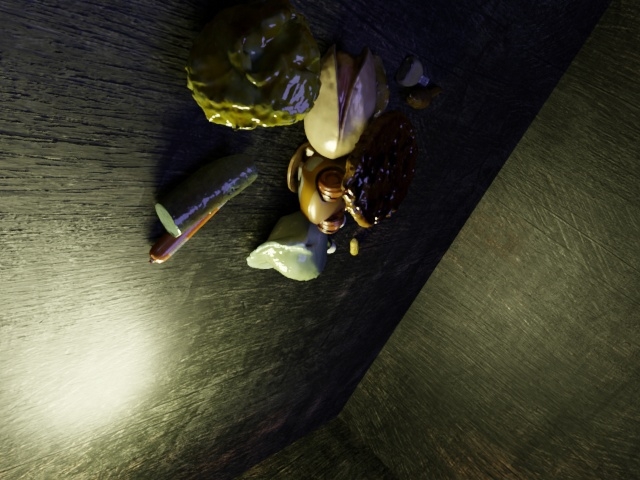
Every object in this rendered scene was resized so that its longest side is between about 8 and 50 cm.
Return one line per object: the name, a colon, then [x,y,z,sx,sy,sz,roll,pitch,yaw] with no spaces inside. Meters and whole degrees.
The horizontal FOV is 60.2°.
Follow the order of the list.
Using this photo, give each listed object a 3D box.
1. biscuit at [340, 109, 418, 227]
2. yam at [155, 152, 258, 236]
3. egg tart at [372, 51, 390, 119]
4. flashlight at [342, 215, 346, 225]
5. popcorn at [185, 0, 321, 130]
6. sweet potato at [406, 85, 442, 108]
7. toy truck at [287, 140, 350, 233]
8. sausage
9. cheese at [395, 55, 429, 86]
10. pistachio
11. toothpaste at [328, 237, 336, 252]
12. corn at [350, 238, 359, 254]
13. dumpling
biscuit: [0.163,-0.197,1.534,0.334,0.081,0.289,-55,142,-22]
yam: [-0.277,-0.122,1.348,0.259,0.106,0.106,-41,153,-21]
egg tart: [0.129,-0.420,1.622,0.232,0.098,0.252,-19,144,-42]
flashlight: [0.027,-0.102,1.773,0.093,0.200,0.047,-32,126,4]
popcorn: [-0.134,-0.343,1.105,0.282,0.282,0.246,-30,117,-36]
sweet potato: [0.351,-0.493,1.902,0.269,0.075,0.074,-31,149,-51]
toy truck: [0.034,-0.181,1.650,0.288,0.212,0.204,-39,152,-30]
sausage: [-0.312,-0.068,1.422,0.348,0.053,0.053,-46,154,-8]
cheese: [0.313,-0.539,1.813,0.192,0.037,0.097,0,126,-57]
pistachio: [0.052,-0.361,1.461,0.188,0.188,0.299,-26,138,-40]
toothpaste: [0.000,0.000,2.030,0.071,0.045,0.193,-37,152,7]
corn: [0.141,0.027,2.298,0.037,0.037,0.092,-40,149,-21]
dumpling: [-0.079,0.034,1.756,0.270,0.212,0.320,-42,144,-12]
